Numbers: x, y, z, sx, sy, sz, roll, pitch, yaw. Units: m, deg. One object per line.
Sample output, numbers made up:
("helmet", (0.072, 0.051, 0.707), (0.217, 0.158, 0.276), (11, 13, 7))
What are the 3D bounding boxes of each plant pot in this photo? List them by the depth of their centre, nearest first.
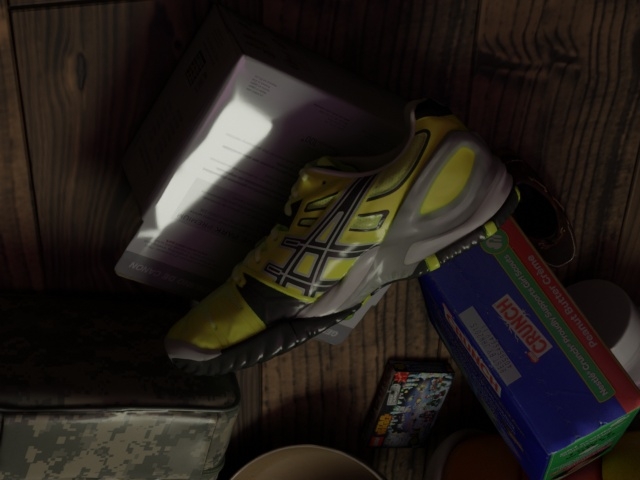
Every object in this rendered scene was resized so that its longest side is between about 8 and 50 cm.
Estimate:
("plant pot", (0.007, 0.414, 1.465), (0.284, 0.284, 0.191), (-39, 162, 7))

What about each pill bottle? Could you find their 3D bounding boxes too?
("pill bottle", (0.415, 0.185, 1.504), (0.160, 0.160, 0.283), (-39, 128, 7))

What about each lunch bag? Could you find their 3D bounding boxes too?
("lunch bag", (-0.266, 0.216, 1.227), (0.305, 0.212, 0.256), (4, 120, -23))

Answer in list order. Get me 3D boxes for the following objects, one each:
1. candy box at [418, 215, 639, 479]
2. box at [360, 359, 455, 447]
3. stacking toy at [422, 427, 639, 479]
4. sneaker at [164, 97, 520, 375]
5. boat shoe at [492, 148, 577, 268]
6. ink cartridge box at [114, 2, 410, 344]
("candy box", (0.227, 0.129, 1.252), (0.122, 0.268, 0.317), (-31, 160, -1))
("box", (0.118, 0.225, 1.501), (0.094, 0.027, 0.137), (4, 121, -23))
("stacking toy", (0.401, 0.361, 1.408), (0.480, 0.350, 0.350), (-24, 134, 30))
("sneaker", (0.000, 0.000, 1.092), (0.385, 0.145, 0.147), (-32, 98, 8))
("boat shoe", (0.266, -0.024, 1.361), (0.073, 0.073, 0.207), (-40, 129, 7))
("ink cartridge box", (-0.041, -0.056, 1.181), (0.309, 0.130, 0.272), (22, 114, -32))
